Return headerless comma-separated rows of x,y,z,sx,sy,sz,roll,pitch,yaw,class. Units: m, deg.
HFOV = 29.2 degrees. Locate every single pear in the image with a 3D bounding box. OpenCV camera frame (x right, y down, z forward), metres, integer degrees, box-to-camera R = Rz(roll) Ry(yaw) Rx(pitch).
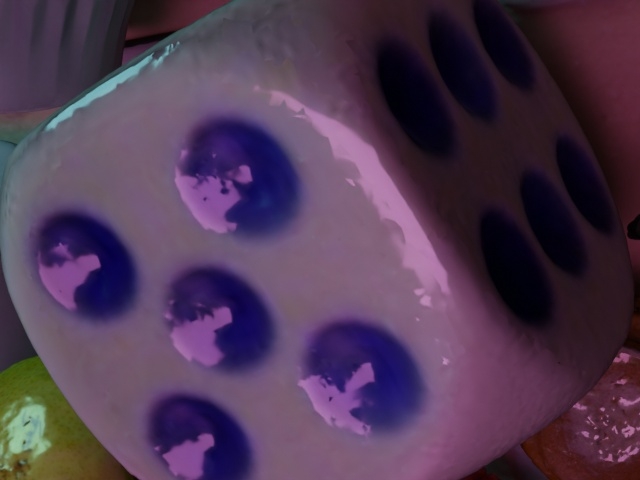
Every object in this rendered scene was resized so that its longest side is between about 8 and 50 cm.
-0.173,0.199,0.957,0.271,0.271,0.271,11,118,22,pear

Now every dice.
0.000,0.000,0.809,0.304,0.277,0.304,-27,96,34,dice

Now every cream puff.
0.220,0.113,0.935,0.150,0.115,0.165,45,116,-8,cream puff

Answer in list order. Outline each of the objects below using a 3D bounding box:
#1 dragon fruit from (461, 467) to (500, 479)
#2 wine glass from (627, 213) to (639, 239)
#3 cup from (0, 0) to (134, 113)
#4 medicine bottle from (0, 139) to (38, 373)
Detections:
0.109,0.314,1.045,0.205,0.210,0.268,49,167,36,dragon fruit
0.338,0.025,0.816,0.232,0.156,0.156,45,125,-2,wine glass
-0.242,-0.298,0.885,0.253,0.253,0.371,19,122,18,cup
-0.319,0.088,1.115,0.245,0.245,0.306,3,124,25,medicine bottle
